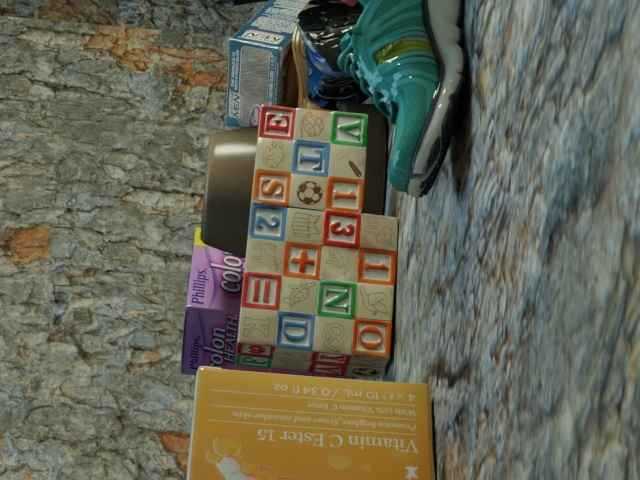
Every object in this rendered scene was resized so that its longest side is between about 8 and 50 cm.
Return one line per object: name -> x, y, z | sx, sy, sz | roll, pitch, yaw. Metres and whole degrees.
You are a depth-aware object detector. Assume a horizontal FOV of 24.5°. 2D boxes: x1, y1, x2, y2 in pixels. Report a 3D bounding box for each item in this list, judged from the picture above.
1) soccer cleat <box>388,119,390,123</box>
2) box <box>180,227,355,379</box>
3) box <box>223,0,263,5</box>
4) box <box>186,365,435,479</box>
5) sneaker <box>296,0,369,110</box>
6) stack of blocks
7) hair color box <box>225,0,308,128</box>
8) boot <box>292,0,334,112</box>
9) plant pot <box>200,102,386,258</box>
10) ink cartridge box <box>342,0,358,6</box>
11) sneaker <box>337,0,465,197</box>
soccer cleat -> 0.088, -0.203, 1.479 | 0.076, 0.068, 0.196 | 109, 159, -55
box -> -0.069, 0.092, 2.083 | 0.214, 0.242, 0.117 | -90, 6, -59
box -> -0.043, -0.417, 1.924 | 0.143, 0.270, 0.165 | 32, 127, 43
box -> -0.017, 0.298, 1.253 | 0.168, 0.214, 0.345 | 99, 173, -47
sneaker -> 0.040, -0.244, 1.964 | 0.330, 0.129, 0.147 | -75, -20, -77
stack of blocks -> 0.000, 0.000, 1.701 | 0.087, 0.171, 0.297 | 104, 171, -68
hair color box -> -0.062, -0.345, 2.710 | 0.347, 0.105, 0.174 | -54, -26, -55
boot -> 0.006, -0.275, 2.619 | 0.220, 0.109, 0.284 | 94, 173, -74
plant pot -> -0.039, -0.063, 1.952 | 0.263, 0.229, 0.263 | -174, 90, -87
ink cartridge box -> 0.055, -0.343, 1.415 | 0.158, 0.092, 0.218 | -51, -6, -13
sneaker -> 0.069, -0.150, 1.314 | 0.107, 0.109, 0.275 | 100, 173, -51
